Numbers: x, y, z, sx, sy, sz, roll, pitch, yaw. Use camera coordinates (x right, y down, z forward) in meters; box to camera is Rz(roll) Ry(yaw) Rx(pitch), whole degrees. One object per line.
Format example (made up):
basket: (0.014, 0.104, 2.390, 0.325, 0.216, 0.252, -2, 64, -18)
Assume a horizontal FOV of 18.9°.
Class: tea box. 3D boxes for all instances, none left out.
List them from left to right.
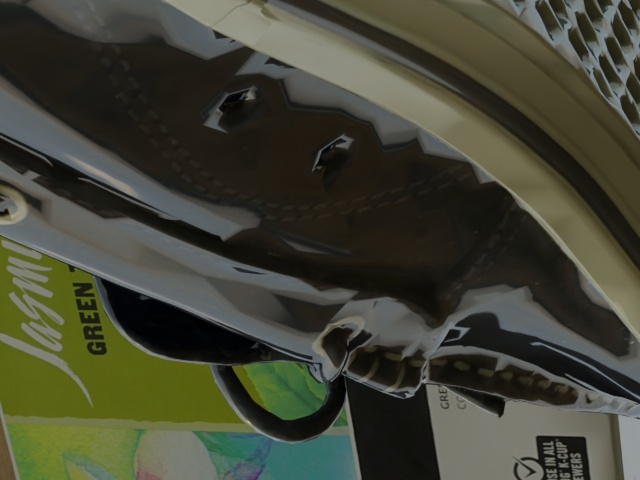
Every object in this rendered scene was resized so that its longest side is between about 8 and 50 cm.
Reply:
tea box: (0.000, 0.000, 0.888, 0.220, 0.323, 0.329, -53, -43, -58)

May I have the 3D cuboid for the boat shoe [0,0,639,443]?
boat shoe: (0.010, -0.046, 0.537, 0.500, 0.156, 0.187, 27, -135, -52)
